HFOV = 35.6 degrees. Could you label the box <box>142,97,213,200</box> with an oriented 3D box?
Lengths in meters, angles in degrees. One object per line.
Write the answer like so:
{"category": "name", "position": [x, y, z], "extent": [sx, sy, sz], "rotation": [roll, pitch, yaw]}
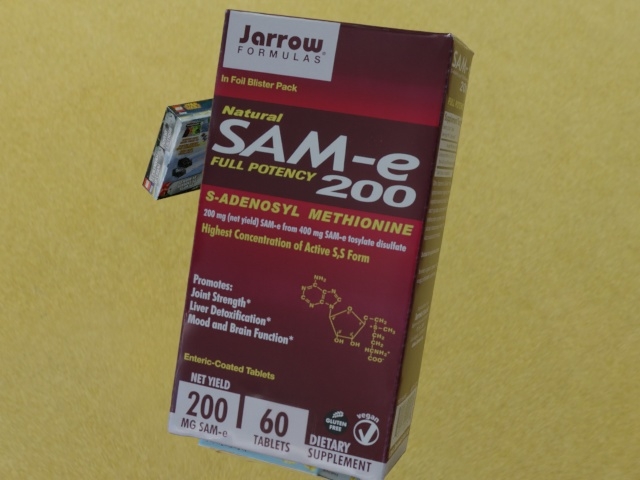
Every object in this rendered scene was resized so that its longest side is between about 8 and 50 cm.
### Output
{"category": "box", "position": [-0.099, -0.094, 0.955], "extent": [0.137, 0.094, 0.027], "rotation": [-18, 53, -45]}

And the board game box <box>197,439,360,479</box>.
{"category": "board game box", "position": [-0.009, 0.115, 1.100], "extent": [0.144, 0.142, 0.275], "rotation": [9, 75, 22]}

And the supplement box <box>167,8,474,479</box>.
{"category": "supplement box", "position": [0.000, 0.000, 0.561], "extent": [0.130, 0.073, 0.239], "rotation": [10, 96, 16]}
